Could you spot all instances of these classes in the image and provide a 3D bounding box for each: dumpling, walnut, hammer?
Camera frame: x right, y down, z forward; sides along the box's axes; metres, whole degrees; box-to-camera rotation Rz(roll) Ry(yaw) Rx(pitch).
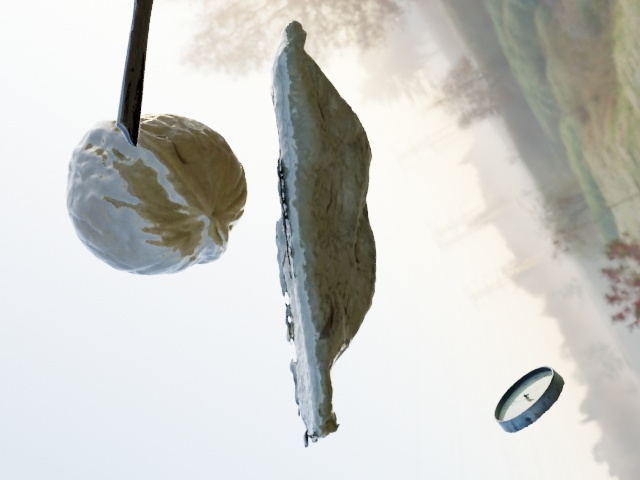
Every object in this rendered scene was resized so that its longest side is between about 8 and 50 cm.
[{"bbox_3d":[0.004,-0.001,0.737,0.166,0.086,0.332,98,170,-79],"label":"dumpling"},{"bbox_3d":[-0.203,-0.058,1.119,0.228,0.228,0.228,56,-167,-21],"label":"walnut"},{"bbox_3d":[-0.140,-0.157,0.665,0.065,0.021,0.178,12,-101,-37],"label":"hammer"}]

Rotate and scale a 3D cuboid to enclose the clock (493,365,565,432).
[{"bbox_3d":[0.216,0.165,0.926,0.017,0.085,0.085,46,-166,-5],"label":"clock"}]
